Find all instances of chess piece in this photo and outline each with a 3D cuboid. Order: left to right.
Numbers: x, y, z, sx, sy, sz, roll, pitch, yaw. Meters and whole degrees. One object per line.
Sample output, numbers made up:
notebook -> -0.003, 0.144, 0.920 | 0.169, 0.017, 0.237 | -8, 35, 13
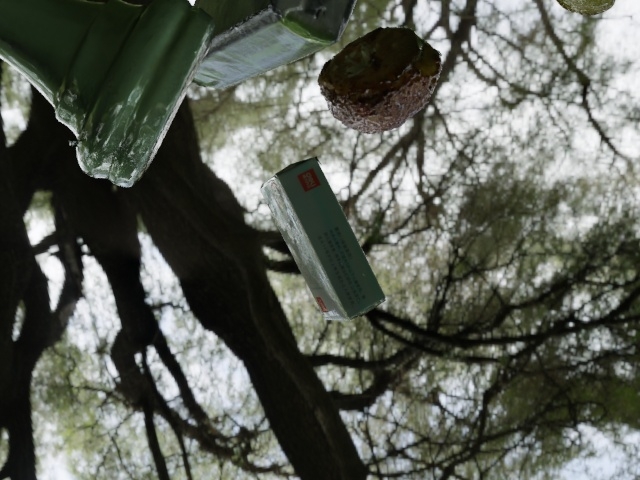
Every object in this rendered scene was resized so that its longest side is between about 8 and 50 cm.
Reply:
chess piece -> -0.267, -0.195, 0.718 | 0.299, 0.194, 0.194 | 27, -151, -12

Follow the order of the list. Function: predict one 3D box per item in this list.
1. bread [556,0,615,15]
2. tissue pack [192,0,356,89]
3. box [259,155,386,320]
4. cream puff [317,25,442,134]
bread -> 0.365, -0.387, 1.015 | 0.149, 0.187, 0.065 | -4, -153, 19
tissue pack -> -0.067, -0.383, 1.106 | 0.124, 0.288, 0.394 | 23, 171, -27
box -> 0.000, 0.000, 1.276 | 0.079, 0.269, 0.135 | -28, -177, -18
cream puff -> 0.119, -0.303, 1.476 | 0.240, 0.164, 0.240 | -27, -148, 18
